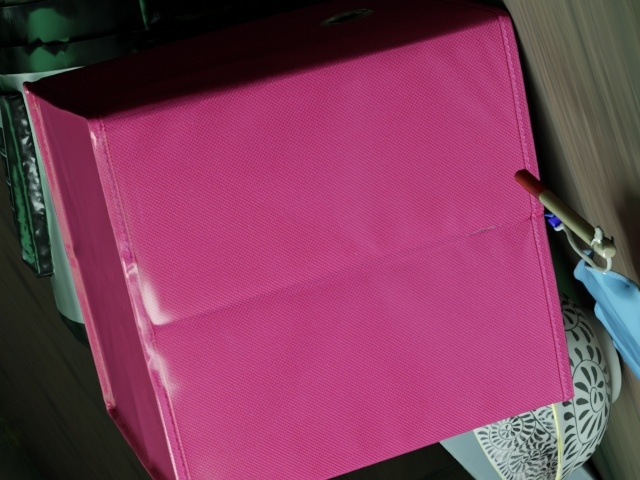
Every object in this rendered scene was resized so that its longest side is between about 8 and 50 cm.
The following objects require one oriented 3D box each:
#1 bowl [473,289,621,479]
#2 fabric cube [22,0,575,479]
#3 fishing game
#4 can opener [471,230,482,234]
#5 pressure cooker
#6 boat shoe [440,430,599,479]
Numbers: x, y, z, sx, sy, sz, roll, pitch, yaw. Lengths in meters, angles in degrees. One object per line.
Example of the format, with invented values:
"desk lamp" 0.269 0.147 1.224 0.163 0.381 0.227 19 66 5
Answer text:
"bowl" 0.161 0.093 1.068 0.170 0.080 0.170 164 90 -74
"fabric cube" -0.023 -0.007 0.978 0.254 0.258 0.259 -148 45 -68
"fishing game" 0.192 0.077 0.771 0.264 0.041 0.189 56 -178 -19
"can opener" 0.092 -0.063 1.557 0.095 0.076 0.283 64 179 -36
"pressure cooker" -0.114 -0.136 1.428 0.369 0.375 0.421 1 109 40
"boat shoe" 0.179 0.157 1.512 0.367 0.135 0.156 54 -174 -21
